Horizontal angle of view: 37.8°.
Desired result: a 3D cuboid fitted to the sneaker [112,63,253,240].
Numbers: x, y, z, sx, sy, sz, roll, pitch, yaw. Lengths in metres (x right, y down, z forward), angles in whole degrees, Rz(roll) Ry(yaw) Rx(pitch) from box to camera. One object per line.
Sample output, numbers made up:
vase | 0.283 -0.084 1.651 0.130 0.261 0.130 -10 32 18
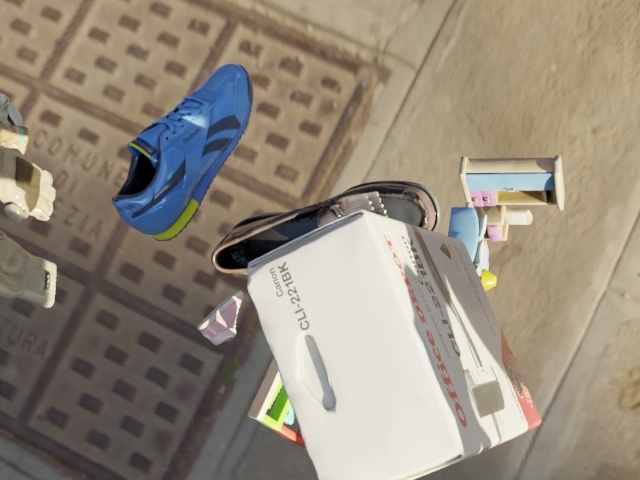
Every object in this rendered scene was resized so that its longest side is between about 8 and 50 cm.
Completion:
sneaker | -0.138 -0.104 0.939 0.069 0.082 0.209 12 68 42

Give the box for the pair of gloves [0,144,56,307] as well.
pair of gloves | -0.468 -0.029 1.392 0.042 0.204 0.240 -9 75 18

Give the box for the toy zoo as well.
toy zoo | -0.005 0.309 1.819 0.030 0.293 0.192 9 66 43

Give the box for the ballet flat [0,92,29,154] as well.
ballet flat | -0.582 -0.228 1.700 0.206 0.073 0.067 42 108 32

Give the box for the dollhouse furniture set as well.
dollhouse furniture set | 0.381 0.018 1.885 0.198 0.286 0.304 1 60 19

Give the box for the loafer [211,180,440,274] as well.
loafer | 0.000 0.000 1.171 0.302 0.095 0.109 -12 99 28

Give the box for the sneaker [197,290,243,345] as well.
sneaker | -0.196 0.169 1.973 0.070 0.051 0.134 50 51 -7

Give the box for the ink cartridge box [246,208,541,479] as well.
ink cartridge box | 0.073 0.096 0.793 0.114 0.273 0.197 -27 75 21
